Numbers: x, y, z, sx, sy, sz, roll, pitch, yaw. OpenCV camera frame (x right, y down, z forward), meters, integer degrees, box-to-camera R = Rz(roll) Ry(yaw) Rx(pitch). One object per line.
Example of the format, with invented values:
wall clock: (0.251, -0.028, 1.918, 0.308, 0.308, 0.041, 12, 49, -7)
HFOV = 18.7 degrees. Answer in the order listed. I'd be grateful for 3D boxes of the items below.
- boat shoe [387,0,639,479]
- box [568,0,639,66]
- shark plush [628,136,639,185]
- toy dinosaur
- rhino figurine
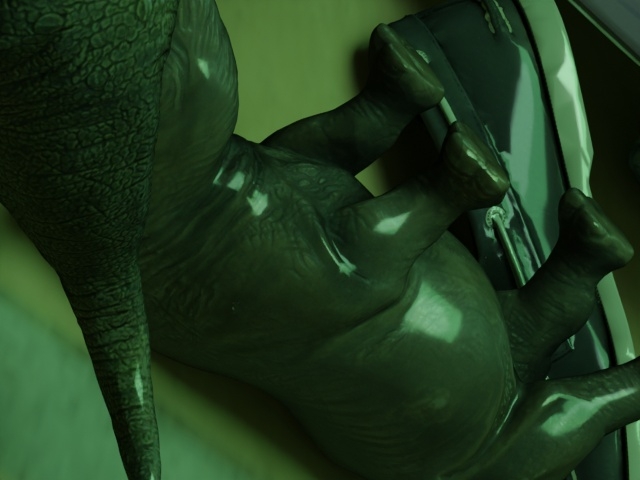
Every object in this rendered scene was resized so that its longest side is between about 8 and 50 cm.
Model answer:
boat shoe: (0.061, 0.018, 0.645, 0.065, 0.075, 0.206, -8, 82, -8)
box: (0.194, -0.127, 0.725, 0.213, 0.117, 0.243, 43, 32, -4)
shark plush: (0.173, 0.009, 0.800, 0.067, 0.073, 0.161, -46, 130, -30)
toy dinosaur: (-0.096, -0.088, 0.406, 0.121, 0.160, 0.314, -11, 80, -52)
rhino figurine: (0.000, 0.000, 0.532, 0.243, 0.106, 0.073, 36, 17, -32)
